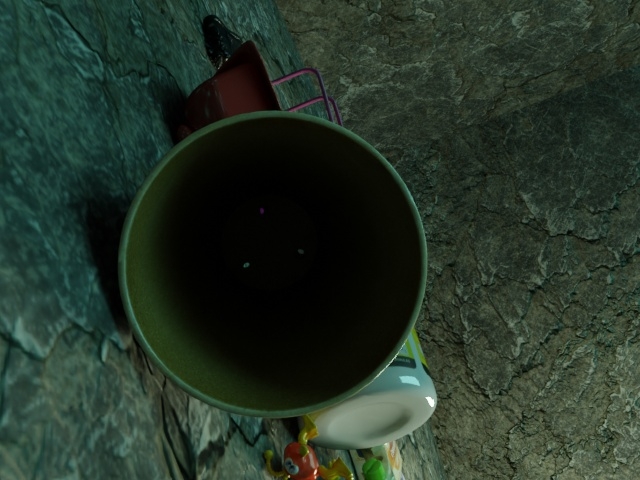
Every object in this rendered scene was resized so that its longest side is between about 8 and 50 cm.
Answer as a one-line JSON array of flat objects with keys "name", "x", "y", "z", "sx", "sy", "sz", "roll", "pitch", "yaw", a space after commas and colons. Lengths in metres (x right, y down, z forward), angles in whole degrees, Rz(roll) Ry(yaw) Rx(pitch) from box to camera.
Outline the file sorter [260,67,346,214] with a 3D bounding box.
[{"name": "file sorter", "x": -0.025, "y": -0.121, "z": 0.969, "sx": 0.291, "sy": 0.182, "sz": 0.202, "roll": 60, "pitch": 15, "yaw": -50}]

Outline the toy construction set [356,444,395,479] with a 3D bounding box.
[{"name": "toy construction set", "x": 0.121, "y": 0.403, "z": 0.826, "sx": 0.328, "sy": 0.151, "sz": 0.215, "roll": 58, "pitch": 40, "yaw": -7}]

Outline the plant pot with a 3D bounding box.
[{"name": "plant pot", "x": -0.046, "y": 0.010, "z": 0.543, "sx": 0.254, "sy": 0.237, "sz": 0.237, "roll": -141, "pitch": -150, "yaw": -82}]

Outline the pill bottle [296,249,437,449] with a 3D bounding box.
[{"name": "pill bottle", "x": 0.036, "y": 0.115, "z": 0.814, "sx": 0.188, "sy": 0.188, "sz": 0.334, "roll": 61, "pitch": 12, "yaw": -47}]

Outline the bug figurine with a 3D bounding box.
[{"name": "bug figurine", "x": 0.045, "y": 0.336, "z": 0.608, "sx": 0.279, "sy": 0.072, "sz": 0.216, "roll": 45, "pitch": -18, "yaw": 31}]

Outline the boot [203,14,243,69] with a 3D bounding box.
[{"name": "boot", "x": -0.170, "y": -0.346, "z": 1.009, "sx": 0.121, "sy": 0.045, "sz": 0.099, "roll": 34, "pitch": 35, "yaw": -63}]

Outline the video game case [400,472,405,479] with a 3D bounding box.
[{"name": "video game case", "x": 0.210, "y": 0.655, "z": 1.241, "sx": 0.196, "sy": 0.026, "sz": 0.274, "roll": -92, "pitch": 160, "yaw": -60}]

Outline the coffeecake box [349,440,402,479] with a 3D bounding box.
[{"name": "coffeecake box", "x": 0.089, "y": 0.352, "z": 1.022, "sx": 0.142, "sy": 0.068, "sz": 0.185, "roll": 14, "pitch": 56, "yaw": -79}]

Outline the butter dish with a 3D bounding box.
[{"name": "butter dish", "x": -0.122, "y": -0.140, "z": 0.686, "sx": 0.160, "sy": 0.118, "sz": 0.160, "roll": -13, "pitch": -78, "yaw": 58}]
